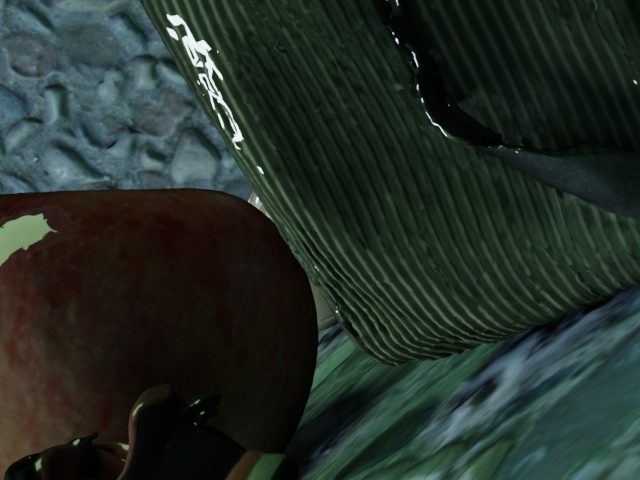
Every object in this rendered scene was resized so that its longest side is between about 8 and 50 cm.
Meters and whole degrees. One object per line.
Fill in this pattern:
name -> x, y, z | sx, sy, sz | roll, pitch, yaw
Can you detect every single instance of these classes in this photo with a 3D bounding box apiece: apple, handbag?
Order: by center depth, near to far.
handbag -> 0.090, -0.117, 0.726 | 0.240, 0.341, 0.247 | -15, 22, 43
apple -> -0.169, 0.096, 1.062 | 0.345, 0.269, 0.345 | 0, 1, 0

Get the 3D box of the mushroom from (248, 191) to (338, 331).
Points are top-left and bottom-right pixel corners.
mushroom -> 0.000, 0.000, 1.638 | 0.255, 0.184, 0.255 | -55, -9, -14

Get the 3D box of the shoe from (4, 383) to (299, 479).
shoe -> -0.151, 0.194, 0.869 | 0.291, 0.137, 0.114 | -42, 1, 17
